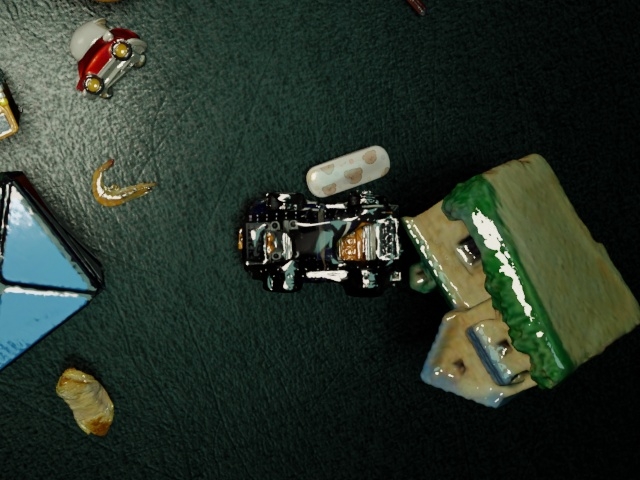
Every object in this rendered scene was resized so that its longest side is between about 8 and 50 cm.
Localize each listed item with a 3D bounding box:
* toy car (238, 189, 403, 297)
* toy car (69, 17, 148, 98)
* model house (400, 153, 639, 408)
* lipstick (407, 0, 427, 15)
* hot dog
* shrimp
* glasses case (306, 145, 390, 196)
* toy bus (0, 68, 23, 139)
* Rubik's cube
[{"bbox_3d":[-0.001,0.000,1.611,0.301,0.118,0.193,2,97,9],"label":"toy car"},{"bbox_3d":[-0.379,-0.320,1.516,0.112,0.112,0.139,44,94,0],"label":"toy car"},{"bbox_3d":[0.308,0.087,1.609,0.335,0.343,0.382,-19,80,-45],"label":"model house"},{"bbox_3d":[0.138,-0.492,1.659,0.176,0.027,0.027,43,85,-16],"label":"lipstick"},{"bbox_3d":[-0.422,0.281,1.593,0.078,0.061,0.168,-19,127,-4],"label":"hot dog"},{"bbox_3d":[-0.353,-0.108,1.583,0.114,0.023,0.083,-14,97,-8],"label":"shrimp"},{"bbox_3d":[0.053,-0.131,1.672,0.164,0.041,0.063,-20,101,-11],"label":"glasses case"},{"bbox_3d":[-0.545,-0.216,1.434,0.098,0.201,0.114,-23,110,-11],"label":"toy bus"},{"bbox_3d":[-0.520,0.049,1.445,0.246,0.250,0.248,-38,102,-7],"label":"Rubik's cube"}]
